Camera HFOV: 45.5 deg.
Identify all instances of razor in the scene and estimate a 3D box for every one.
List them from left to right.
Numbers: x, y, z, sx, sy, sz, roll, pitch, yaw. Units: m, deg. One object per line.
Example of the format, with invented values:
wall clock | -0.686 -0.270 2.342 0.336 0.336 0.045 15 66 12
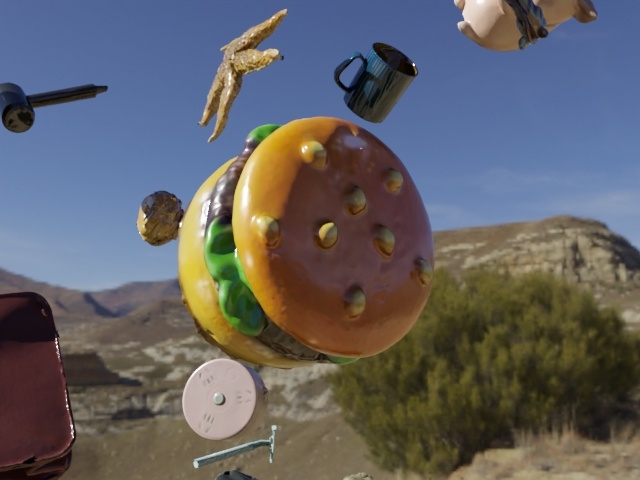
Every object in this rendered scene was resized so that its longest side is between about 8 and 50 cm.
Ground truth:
razor | -0.186 0.465 1.675 0.211 0.084 0.036 -2 12 -38

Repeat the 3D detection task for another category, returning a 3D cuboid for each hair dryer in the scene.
hair dryer | -0.582 -0.303 1.674 0.248 0.071 0.114 -15 42 -27

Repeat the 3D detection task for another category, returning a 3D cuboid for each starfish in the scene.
starfish | -0.174 -0.375 1.639 0.060 0.299 0.302 28 -40 -29

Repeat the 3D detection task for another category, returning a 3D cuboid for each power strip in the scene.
power strip | -0.176 0.300 1.435 0.154 0.154 0.078 -3 -16 14

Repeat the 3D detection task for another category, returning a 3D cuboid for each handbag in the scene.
handbag | -0.458 0.194 0.942 0.275 0.260 0.084 -2 -38 -30

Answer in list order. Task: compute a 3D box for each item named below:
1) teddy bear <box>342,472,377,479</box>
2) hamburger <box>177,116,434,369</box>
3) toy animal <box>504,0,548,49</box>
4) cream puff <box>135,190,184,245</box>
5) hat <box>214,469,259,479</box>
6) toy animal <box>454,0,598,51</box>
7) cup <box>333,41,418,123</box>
teddy bear | 0.143 0.512 1.221 0.256 0.267 0.156 30 -45 -16
hamburger | 0.000 0.000 1.188 0.395 0.396 0.277 4 -17 -38
toy animal | 0.244 -0.406 1.087 0.255 0.170 0.090 31 -34 -11
cream puff | -0.357 -0.045 1.711 0.104 0.119 0.133 8 -53 -29
hat | -0.140 0.451 1.238 0.265 0.266 0.128 2 32 -30
toy animal | 0.475 -0.563 1.771 0.212 0.195 0.256 18 -29 -32
cup | 0.114 -0.350 1.658 0.138 0.150 0.113 -55 -6 33
